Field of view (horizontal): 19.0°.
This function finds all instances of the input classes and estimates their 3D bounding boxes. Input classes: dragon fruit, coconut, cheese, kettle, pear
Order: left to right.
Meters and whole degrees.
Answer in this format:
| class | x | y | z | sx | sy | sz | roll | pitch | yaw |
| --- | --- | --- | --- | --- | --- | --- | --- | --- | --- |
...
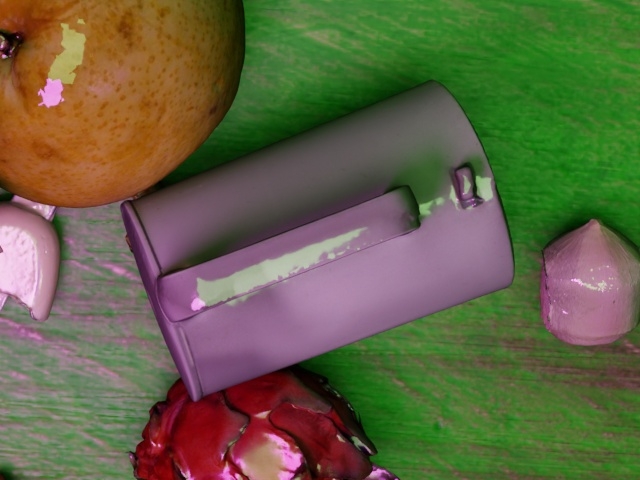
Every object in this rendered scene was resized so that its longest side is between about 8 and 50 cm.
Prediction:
| class | x | y | z | sx | sy | sz | roll | pitch | yaw |
| --- | --- | --- | --- | --- | --- | --- | --- | --- | --- |
| cheese | -0.285 | -0.017 | 1.816 | 0.127 | 0.050 | 0.235 | 27 | 92 | -2 |
| pear | -0.210 | -0.177 | 1.651 | 0.304 | 0.304 | 0.304 | -1 | 104 | -4 |
| dragon fruit | -0.052 | 0.205 | 1.813 | 0.274 | 0.192 | 0.193 | 4 | 99 | 9 |
| kettle | 0.003 | 0.012 | 1.710 | 0.318 | 0.265 | 0.205 | -19 | 121 | -7 |
| coconut | 0.258 | 0.036 | 1.838 | 0.110 | 0.110 | 0.124 | -1 | 111 | -3 |

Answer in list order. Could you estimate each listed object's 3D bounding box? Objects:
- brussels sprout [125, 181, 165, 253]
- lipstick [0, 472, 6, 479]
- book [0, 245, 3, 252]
| class | x | y | z | sx | sy | sz | roll | pitch | yaw |
| --- | --- | --- | --- | --- | --- | --- | --- | --- | --- |
| brussels sprout | -0.164 | -0.026 | 1.823 | 0.051 | 0.046 | 0.083 | -6 | 104 | 0 |
| lipstick | -0.216 | 0.409 | 1.916 | 0.077 | 0.077 | 0.418 | -33 | 103 | 5 |
| book | -0.349 | -0.096 | 1.675 | 0.025 | 0.283 | 0.215 | -27 | 103 | -11 |
